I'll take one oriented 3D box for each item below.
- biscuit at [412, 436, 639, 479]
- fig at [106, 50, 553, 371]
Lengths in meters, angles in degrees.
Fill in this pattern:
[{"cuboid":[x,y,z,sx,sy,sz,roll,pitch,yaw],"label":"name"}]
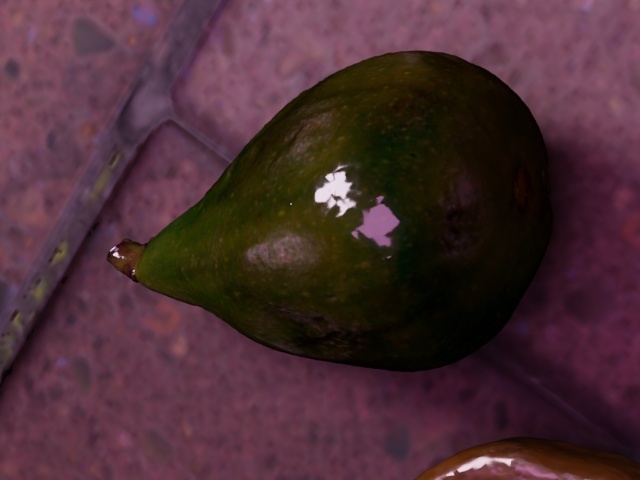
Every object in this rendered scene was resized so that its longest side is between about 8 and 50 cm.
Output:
[{"cuboid":[0.095,0.212,0.621,0.257,0.049,0.273,-44,74,21],"label":"biscuit"},{"cuboid":[0.000,0.000,0.631,0.177,0.117,0.117,-21,83,39],"label":"fig"}]
